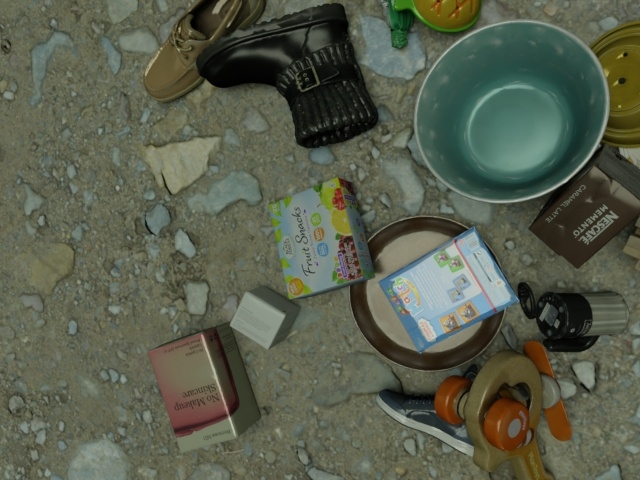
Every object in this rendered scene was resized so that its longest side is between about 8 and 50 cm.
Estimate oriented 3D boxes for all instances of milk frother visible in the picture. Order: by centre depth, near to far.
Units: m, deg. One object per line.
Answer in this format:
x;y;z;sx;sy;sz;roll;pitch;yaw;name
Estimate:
0.453;0.123;1.061;0.135;0.129;0.143;1;50;-18;milk frother

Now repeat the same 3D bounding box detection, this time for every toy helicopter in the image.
0.368;0.346;1.048;0.140;0.235;0.355;13;133;54;toy helicopter

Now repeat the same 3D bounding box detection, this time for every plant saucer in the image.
0.210;0.104;1.152;0.311;0.050;0.310;1;93;16;plant saucer

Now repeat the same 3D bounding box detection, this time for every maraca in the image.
0.216;-0.462;1.084;0.186;0.099;0.127;16;84;-8;maraca

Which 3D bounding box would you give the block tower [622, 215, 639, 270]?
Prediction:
0.603;-0.102;0.927;0.091;0.097;0.335;29;114;34;block tower

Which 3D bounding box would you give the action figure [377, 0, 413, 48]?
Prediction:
0.139;-0.494;1.122;0.063;0.137;0.232;-2;101;40;action figure

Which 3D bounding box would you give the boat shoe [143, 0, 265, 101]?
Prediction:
-0.273;-0.440;1.238;0.341;0.110;0.121;-42;81;14;boat shoe

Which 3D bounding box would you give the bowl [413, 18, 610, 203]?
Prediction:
0.337;-0.210;1.026;0.312;0.163;0.311;-1;86;23;bowl

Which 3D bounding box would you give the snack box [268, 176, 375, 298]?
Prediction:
0.000;0.000;1.171;0.175;0.070;0.207;-18;77;27;snack box

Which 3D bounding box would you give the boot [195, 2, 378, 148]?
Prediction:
-0.074;-0.305;1.174;0.348;0.131;0.260;-14;89;16;boot

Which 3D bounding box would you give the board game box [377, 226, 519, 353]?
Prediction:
0.240;0.095;1.097;0.211;0.039;0.160;-31;83;15;board game box

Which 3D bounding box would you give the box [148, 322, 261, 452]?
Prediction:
-0.252;0.317;1.260;0.149;0.127;0.232;-21;86;16;box

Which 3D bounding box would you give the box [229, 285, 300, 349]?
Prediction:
-0.116;0.161;1.225;0.101;0.102;0.087;29;102;14;box

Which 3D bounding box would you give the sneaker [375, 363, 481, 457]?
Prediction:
0.235;0.301;1.132;0.226;0.086;0.163;22;101;13;sneaker

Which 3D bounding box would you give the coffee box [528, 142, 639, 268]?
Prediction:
0.448;-0.065;0.953;0.098;0.246;0.141;43;122;11;coffee box

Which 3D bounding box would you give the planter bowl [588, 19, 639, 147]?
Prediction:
0.520;-0.266;0.974;0.217;0.090;0.217;8;101;41;planter bowl

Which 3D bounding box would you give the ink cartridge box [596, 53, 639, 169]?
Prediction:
0.607;-0.213;1.009;0.261;0.066;0.296;-13;89;42;ink cartridge box
